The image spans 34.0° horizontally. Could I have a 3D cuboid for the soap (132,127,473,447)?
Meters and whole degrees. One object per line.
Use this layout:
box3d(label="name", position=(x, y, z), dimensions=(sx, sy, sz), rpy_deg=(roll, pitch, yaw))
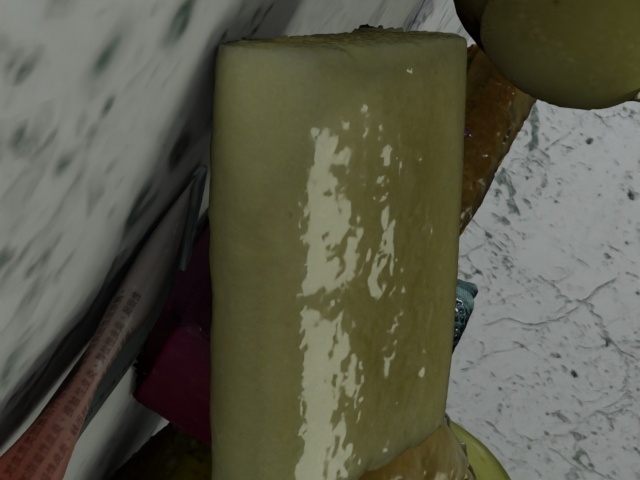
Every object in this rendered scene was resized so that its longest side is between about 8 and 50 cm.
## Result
box3d(label="soap", position=(0.000, 0.000, 0.605), dimensions=(0.250, 0.099, 0.162), rpy_deg=(-57, 176, -32))

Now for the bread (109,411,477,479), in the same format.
box3d(label="bread", position=(-0.021, 0.168, 0.706), dimensions=(0.246, 0.196, 0.176), rpy_deg=(-28, 116, -34))

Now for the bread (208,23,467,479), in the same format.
box3d(label="bread", position=(0.007, 0.005, 0.420), dimensions=(0.139, 0.060, 0.178), rpy_deg=(-14, 112, -51))

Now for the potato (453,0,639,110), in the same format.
box3d(label="potato", position=(0.176, -0.221, 0.472), dimensions=(0.285, 0.243, 0.242), rpy_deg=(92, 24, -47))

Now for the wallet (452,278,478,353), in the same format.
box3d(label="wallet", position=(0.013, 0.133, 1.085), dimensions=(0.342, 0.237, 0.075), rpy_deg=(-49, 125, -54))

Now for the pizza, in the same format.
box3d(label="pizza", position=(0.058, -0.041, 1.064), dimensions=(0.440, 0.130, 0.406), rpy_deg=(-57, -170, -27))

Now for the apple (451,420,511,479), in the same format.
box3d(label="apple", position=(0.011, 0.379, 1.257), dimensions=(0.473, 0.474, 0.473), rpy_deg=(-60, 177, -6))

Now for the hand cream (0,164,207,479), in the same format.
box3d(label="hand cream", position=(-0.089, 0.057, 0.380), dimensions=(0.052, 0.038, 0.216), rpy_deg=(-31, -156, 41))
